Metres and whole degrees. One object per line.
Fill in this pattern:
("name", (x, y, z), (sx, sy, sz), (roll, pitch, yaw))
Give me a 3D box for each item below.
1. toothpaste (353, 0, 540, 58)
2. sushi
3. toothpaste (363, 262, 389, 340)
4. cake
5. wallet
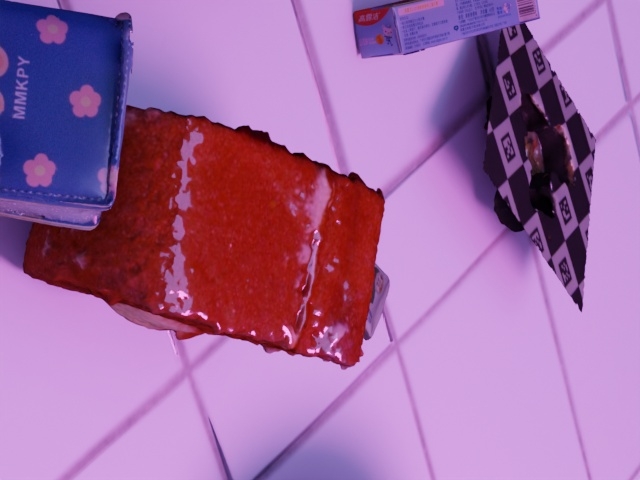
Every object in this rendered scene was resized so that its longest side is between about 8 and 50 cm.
("toothpaste", (0.107, -0.198, 1.627), (0.193, 0.070, 0.044), (-19, 102, -43))
("sushi", (0.193, -0.079, 1.754), (0.231, 0.047, 0.220), (51, 38, -42))
("toothpaste", (0.000, 0.000, 1.514), (0.233, 0.038, 0.060), (50, 55, -45))
("cake", (-0.084, -0.001, 1.289), (0.283, 0.177, 0.151), (16, 79, -47))
("wallet", (-0.217, -0.084, 1.114), (0.202, 0.059, 0.141), (7, 84, -19))
